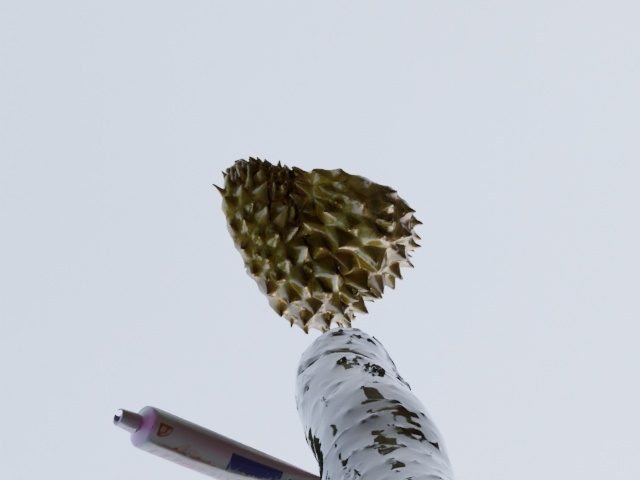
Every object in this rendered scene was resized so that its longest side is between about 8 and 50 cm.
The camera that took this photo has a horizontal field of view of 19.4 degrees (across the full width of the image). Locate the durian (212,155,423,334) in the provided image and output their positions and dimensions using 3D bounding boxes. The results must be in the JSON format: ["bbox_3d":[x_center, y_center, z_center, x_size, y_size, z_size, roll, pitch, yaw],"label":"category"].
[{"bbox_3d":[0.000,0.002,1.676,0.165,0.182,0.132,-30,-141,-19],"label":"durian"}]

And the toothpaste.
[{"bbox_3d":[-0.061,0.142,1.206,0.170,0.045,0.028,26,-140,-31],"label":"toothpaste"}]

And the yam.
[{"bbox_3d":[0.029,0.109,0.921,0.071,0.067,0.317,54,-179,-13],"label":"yam"}]
